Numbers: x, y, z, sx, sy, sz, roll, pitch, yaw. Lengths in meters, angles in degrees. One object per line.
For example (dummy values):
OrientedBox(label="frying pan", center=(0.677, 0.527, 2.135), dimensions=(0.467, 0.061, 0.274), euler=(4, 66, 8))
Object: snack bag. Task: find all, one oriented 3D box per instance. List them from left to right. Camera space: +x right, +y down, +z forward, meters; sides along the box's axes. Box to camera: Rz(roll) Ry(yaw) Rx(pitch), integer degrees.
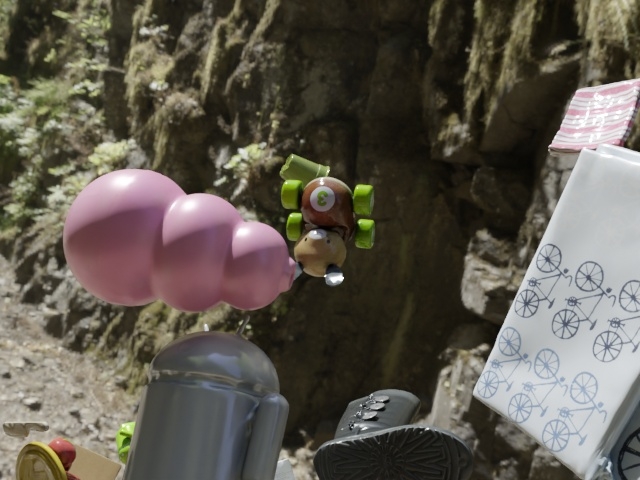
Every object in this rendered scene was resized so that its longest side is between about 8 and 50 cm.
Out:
OrientedBox(label="snack bag", center=(0.322, 0.092, 0.582), dimensions=(0.037, 0.323, 0.342), euler=(17, 10, -35))

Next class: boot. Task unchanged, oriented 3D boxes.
OrientedBox(label="boot", center=(0.209, 0.494, 1.612), dimensions=(0.367, 0.146, 0.445), euler=(-4, -3, 15))

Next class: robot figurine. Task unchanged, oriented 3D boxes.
OrientedBox(label="robot figurine", center=(-0.468, 0.504, 1.555), dimensions=(0.067, 0.101, 0.115), euler=(-1, 33, -24))
OrientedBox(label="robot figurine", center=(-0.170, 0.285, 0.914), dimensions=(0.299, 0.354, 0.199), euler=(-8, -27, 36))

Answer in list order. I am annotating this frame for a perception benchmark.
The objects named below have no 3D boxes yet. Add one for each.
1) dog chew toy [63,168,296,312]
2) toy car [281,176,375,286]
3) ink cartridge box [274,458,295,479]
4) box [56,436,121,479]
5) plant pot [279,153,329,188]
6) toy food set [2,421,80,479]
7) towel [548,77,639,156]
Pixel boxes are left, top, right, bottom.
OrientedBox(label="dog chew toy", center=(-0.201, 0.015, 0.934), dimensions=(0.331, 0.207, 0.206), euler=(14, 2, 6))
OrientedBox(label="toy car", center=(0.000, 0.000, 1.055), dimensions=(0.155, 0.149, 0.188), euler=(5, 43, 13))
OrientedBox(label="ink cartridge box", center=(-0.090, 0.551, 1.341), dimensions=(0.063, 0.151, 0.109), euler=(-9, -20, -30))
OrientedBox(label="box", center=(-0.565, 0.560, 1.404), dimensions=(0.164, 0.021, 0.201), euler=(27, 43, -6))
OrientedBox(label="plant pot", center=(-0.037, -0.132, 1.266), dimensions=(0.079, 0.083, 0.083), euler=(29, -2, -15))
OrientedBox(label="toy food set", center=(-0.401, 0.369, 0.967), dimensions=(0.128, 0.218, 0.071), euler=(-20, -6, 32))
OrientedBox(label="towel", center=(0.543, -0.244, 1.231), dimensions=(0.144, 0.197, 0.029), euler=(1, -38, 49))
